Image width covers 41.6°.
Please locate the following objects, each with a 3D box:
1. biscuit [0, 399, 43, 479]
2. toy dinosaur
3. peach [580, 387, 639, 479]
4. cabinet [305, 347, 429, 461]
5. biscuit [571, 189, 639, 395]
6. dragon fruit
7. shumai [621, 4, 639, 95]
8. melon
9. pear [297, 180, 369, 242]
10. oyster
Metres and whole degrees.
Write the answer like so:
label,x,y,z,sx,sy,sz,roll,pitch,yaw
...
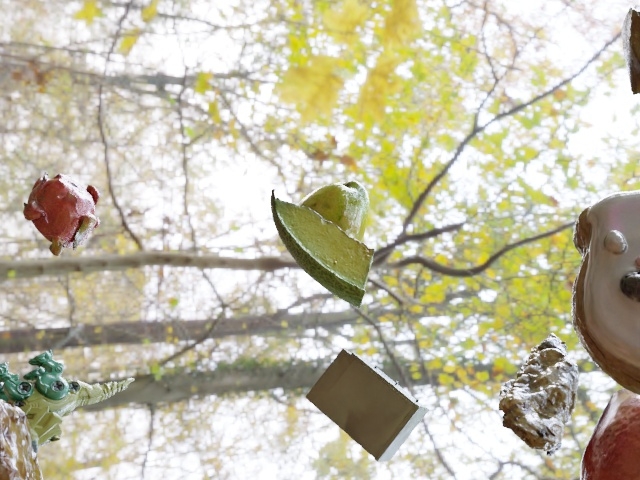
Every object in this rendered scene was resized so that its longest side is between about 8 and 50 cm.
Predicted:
label,x,y,z,sx,sy,sz,roll,pitch,yaw
biscuit,-0.503,0.418,1.081,0.166,0.342,0.395,126,-50,-85
toy dinosaur,-0.423,0.246,1.333,0.153,0.259,0.094,53,-41,14
peach,0.509,0.354,1.179,0.338,0.281,0.281,-69,-177,-60
cabinet,0.104,0.353,1.829,0.206,0.145,0.150,38,-91,20
biscuit,0.298,0.039,0.696,0.049,0.180,0.208,87,19,-49
dragon fruit,-0.359,-0.050,1.197,0.068,0.126,0.112,-36,-79,24
shumai,0.563,-0.311,1.196,0.222,0.260,0.225,34,-29,25
melon,-0.001,0.000,1.472,0.261,0.114,0.053,43,-13,12
pear,0.025,-0.046,1.970,0.220,0.187,0.187,-53,-137,5
oyster,0.396,0.249,1.492,0.128,0.345,0.079,25,-58,13
